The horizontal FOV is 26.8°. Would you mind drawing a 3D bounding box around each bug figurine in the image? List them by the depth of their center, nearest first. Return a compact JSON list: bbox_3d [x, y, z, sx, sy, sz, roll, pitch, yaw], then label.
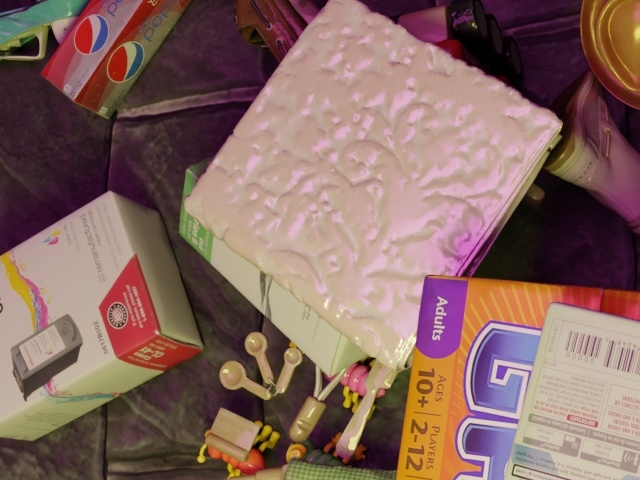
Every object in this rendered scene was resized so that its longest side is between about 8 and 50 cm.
[{"bbox_3d":[-0.026,0.198,1.671,0.216,0.072,0.279,23,88,28],"label":"bug figurine"}]

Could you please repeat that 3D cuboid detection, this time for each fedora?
[{"bbox_3d":[0.371,-0.235,1.541,0.194,0.079,0.194,16,119,30],"label":"fedora"}]

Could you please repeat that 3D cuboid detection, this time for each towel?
[{"bbox_3d":[0.052,-0.074,1.460,0.331,0.053,0.317,36,92,27],"label":"towel"}]

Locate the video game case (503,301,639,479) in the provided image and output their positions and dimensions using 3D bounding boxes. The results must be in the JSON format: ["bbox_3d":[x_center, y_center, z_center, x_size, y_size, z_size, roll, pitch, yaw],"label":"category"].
[{"bbox_3d":[0.314,0.230,1.123,0.328,0.036,0.300,13,83,25],"label":"video game case"}]

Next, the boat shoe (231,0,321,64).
[{"bbox_3d":[-0.074,-0.310,1.793,0.104,0.110,0.307,-44,64,8],"label":"boat shoe"}]

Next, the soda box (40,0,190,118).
[{"bbox_3d":[-0.275,-0.309,1.897,0.083,0.092,0.263,38,95,30],"label":"soda box"}]

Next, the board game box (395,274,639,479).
[{"bbox_3d":[0.301,0.252,1.343,0.356,0.356,0.357,4,80,25],"label":"board game box"}]

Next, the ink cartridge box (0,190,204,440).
[{"bbox_3d":[-0.338,0.106,1.807,0.306,0.131,0.226,-29,67,15],"label":"ink cartridge box"}]

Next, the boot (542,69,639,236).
[{"bbox_3d":[0.340,-0.100,1.558,0.165,0.213,0.077,36,124,-9],"label":"boot"}]

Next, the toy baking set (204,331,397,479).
[{"bbox_3d":[-0.025,0.204,1.614,0.256,0.030,0.197,-4,82,20],"label":"toy baking set"}]

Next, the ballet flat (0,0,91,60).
[{"bbox_3d":[-0.405,-0.317,1.978,0.247,0.083,0.087,-16,96,21],"label":"ballet flat"}]

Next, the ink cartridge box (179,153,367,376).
[{"bbox_3d":[0.000,0.000,1.618,0.289,0.211,0.122,42,139,27],"label":"ink cartridge box"}]

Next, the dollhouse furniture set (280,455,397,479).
[{"bbox_3d":[0.040,0.407,1.480,0.197,0.151,0.302,4,92,3],"label":"dollhouse furniture set"}]

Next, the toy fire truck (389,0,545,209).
[{"bbox_3d":[0.185,-0.139,1.572,0.158,0.217,0.246,-11,74,22],"label":"toy fire truck"}]
